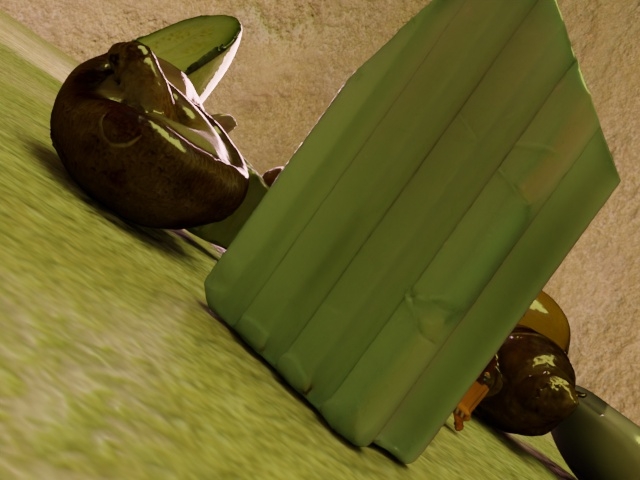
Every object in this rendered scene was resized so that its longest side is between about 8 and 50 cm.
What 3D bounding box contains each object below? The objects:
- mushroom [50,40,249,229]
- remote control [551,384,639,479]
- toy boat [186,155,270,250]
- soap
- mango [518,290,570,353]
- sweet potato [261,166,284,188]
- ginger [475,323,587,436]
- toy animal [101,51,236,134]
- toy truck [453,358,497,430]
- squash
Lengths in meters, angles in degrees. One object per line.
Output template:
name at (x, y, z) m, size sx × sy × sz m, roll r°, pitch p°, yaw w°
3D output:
mushroom at (-0.172, -0.085, 0.948) m, size 0.194 × 0.138 × 0.231 m, roll 50°, pitch 7°, yaw -26°
remote control at (0.433, 0.327, 1.411) m, size 0.221 × 0.103 × 0.332 m, roll 62°, pitch -8°, yaw -19°
toy boat at (-0.172, -0.091, 1.095) m, size 0.276 × 0.111 × 0.084 m, roll 38°, pitch 4°, yaw 21°
soap at (0.083, -0.032, 0.748) m, size 0.208 × 0.347 × 0.115 m, roll 37°, pitch 4°, yaw 38°
mango at (0.310, 0.163, 1.865) m, size 0.378 × 0.221 × 0.264 m, roll 26°, pitch -2°, yaw 44°
sweet potato at (-0.015, -0.048, 1.157) m, size 0.354 × 0.095 × 0.106 m, roll -5°, pitch -5°, yaw 25°
ginger at (0.235, 0.166, 1.428) m, size 0.357 × 0.152 × 0.274 m, roll 36°, pitch 2°, yaw 37°
toy animal at (-0.261, -0.200, 1.478) m, size 0.166 × 0.154 × 0.250 m, roll 28°, pitch -4°, yaw 22°
toy truck at (0.078, 0.087, 1.082) m, size 0.270 × 0.135 × 0.114 m, roll 40°, pitch -2°, yaw -22°
squash at (-0.299, -0.347, 1.900) m, size 0.210 × 0.309 × 0.233 m, roll 34°, pitch 4°, yaw -41°
